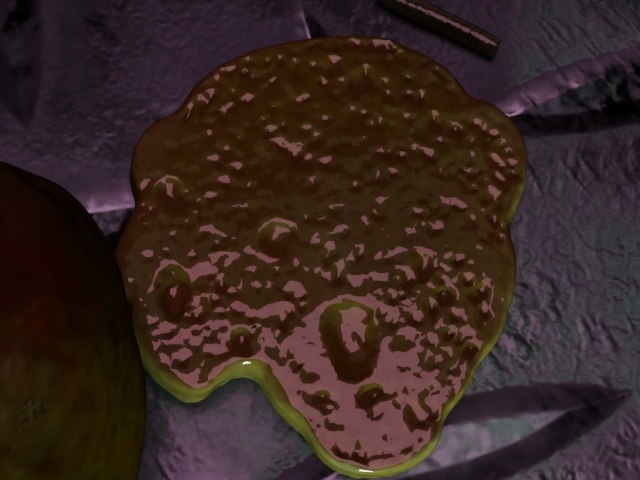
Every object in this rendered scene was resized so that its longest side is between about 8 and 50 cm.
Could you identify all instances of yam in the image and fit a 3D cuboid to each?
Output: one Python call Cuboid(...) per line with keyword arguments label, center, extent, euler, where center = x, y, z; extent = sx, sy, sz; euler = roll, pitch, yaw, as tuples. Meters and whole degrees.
Cuboid(label="yam", center=(0.102, -0.190, 0.871), extent=(0.116, 0.021, 0.021), euler=(28, 72, 6))

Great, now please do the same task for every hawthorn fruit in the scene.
Cuboid(label="hawthorn fruit", center=(-0.244, 0.096, 0.616), extent=(0.308, 0.308, 0.325), euler=(-38, 87, -14))

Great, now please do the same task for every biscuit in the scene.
Cuboid(label="biscuit", center=(0.000, 0.000, 0.782), extent=(0.312, 0.057, 0.351), euler=(7, 70, -1))
